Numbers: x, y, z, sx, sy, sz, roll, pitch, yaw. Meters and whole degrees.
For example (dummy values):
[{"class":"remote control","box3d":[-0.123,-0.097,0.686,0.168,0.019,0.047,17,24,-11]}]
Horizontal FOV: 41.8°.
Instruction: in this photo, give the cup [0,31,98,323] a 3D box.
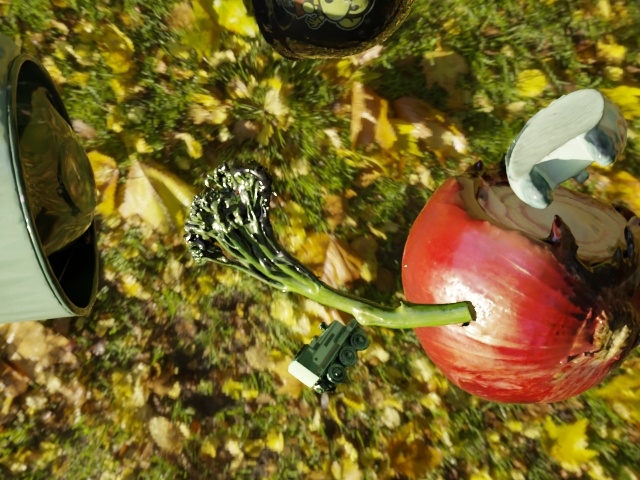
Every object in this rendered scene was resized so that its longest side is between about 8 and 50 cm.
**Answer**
[{"class":"cup","box3d":[-0.482,-0.076,0.984,0.392,0.310,0.401,-11,94,-3]}]

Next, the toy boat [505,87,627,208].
[{"class":"toy boat","box3d":[0.270,-0.093,0.903,0.134,0.208,0.079,-39,100,23]}]

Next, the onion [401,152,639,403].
[{"class":"onion","box3d":[0.277,0.066,1.104,0.341,0.341,0.341,-1,99,-4]}]

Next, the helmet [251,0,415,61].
[{"class":"helmet","box3d":[0.042,-0.327,0.996,0.160,0.279,0.230,16,119,30]}]

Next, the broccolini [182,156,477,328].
[{"class":"broccolini","box3d":[0.008,0.004,0.710,0.271,0.062,0.123,18,138,12]}]

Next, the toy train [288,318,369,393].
[{"class":"toy train","box3d":[0.010,0.109,0.815,0.053,0.033,0.083,36,55,2]}]
